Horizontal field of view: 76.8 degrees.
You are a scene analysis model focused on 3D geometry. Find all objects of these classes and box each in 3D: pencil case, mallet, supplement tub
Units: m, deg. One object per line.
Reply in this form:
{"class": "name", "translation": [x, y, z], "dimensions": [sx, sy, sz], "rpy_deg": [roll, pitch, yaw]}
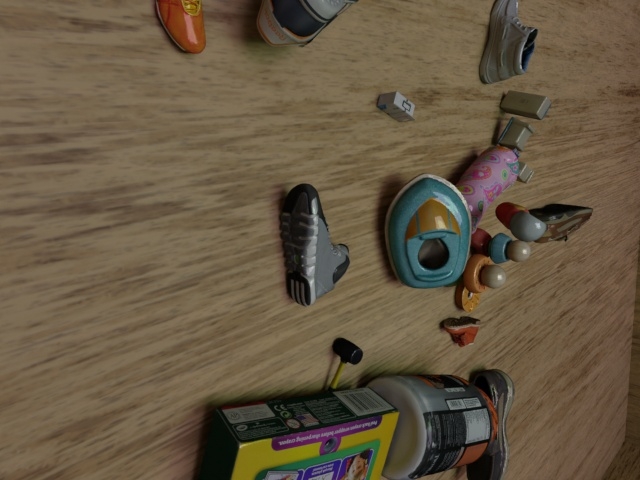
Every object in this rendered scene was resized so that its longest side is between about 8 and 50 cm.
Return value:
{"class": "pencil case", "translation": [0.409, -0.130, 1.046], "dimensions": [0.284, 0.124, 0.124], "rpy_deg": [-43, 120, -27]}
{"class": "mallet", "translation": [0.023, 0.295, 0.847], "dimensions": [0.039, 0.062, 0.190], "rpy_deg": [25, 95, -39]}
{"class": "supplement tub", "translation": [0.258, 0.420, 0.941], "dimensions": [0.337, 0.207, 0.207], "rpy_deg": [17, 86, -40]}

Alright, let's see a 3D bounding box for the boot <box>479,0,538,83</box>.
{"class": "boot", "translation": [0.520, -0.548, 1.078], "dimensions": [0.095, 0.123, 0.259], "rpy_deg": [17, 85, -40]}

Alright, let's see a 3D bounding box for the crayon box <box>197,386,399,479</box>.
{"class": "crayon box", "translation": [-0.045, 0.452, 0.740], "dimensions": [0.362, 0.106, 0.314], "rpy_deg": [10, 99, -39]}

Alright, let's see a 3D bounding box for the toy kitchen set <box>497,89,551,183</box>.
{"class": "toy kitchen set", "translation": [0.588, -0.302, 1.198], "dimensions": [0.166, 0.122, 0.207], "rpy_deg": [20, 103, -40]}

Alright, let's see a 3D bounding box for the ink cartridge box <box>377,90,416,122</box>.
{"class": "ink cartridge box", "translation": [0.168, -0.287, 0.871], "dimensions": [0.083, 0.048, 0.028], "rpy_deg": [18, 85, -41]}

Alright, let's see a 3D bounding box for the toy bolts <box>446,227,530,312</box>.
{"class": "toy bolts", "translation": [0.465, 0.086, 1.097], "dimensions": [0.228, 0.158, 0.218], "rpy_deg": [-47, 122, -25]}

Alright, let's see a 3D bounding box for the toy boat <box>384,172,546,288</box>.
{"class": "toy boat", "translation": [0.299, -0.023, 0.871], "dimensions": [0.317, 0.148, 0.268], "rpy_deg": [-11, 109, 5]}

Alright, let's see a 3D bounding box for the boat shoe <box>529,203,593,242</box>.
{"class": "boat shoe", "translation": [0.836, -0.059, 1.422], "dimensions": [0.323, 0.122, 0.120], "rpy_deg": [-9, 107, -30]}

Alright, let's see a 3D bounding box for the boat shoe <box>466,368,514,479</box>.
{"class": "boat shoe", "translation": [0.479, 0.562, 1.212], "dimensions": [0.130, 0.132, 0.356], "rpy_deg": [18, 76, -30]}

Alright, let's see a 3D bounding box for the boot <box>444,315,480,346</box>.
{"class": "boot", "translation": [0.394, 0.260, 1.131], "dimensions": [0.157, 0.059, 0.085], "rpy_deg": [10, 95, -41]}

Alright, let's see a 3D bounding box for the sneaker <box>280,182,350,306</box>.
{"class": "sneaker", "translation": [0.000, 0.000, 0.760], "dimensions": [0.132, 0.086, 0.229], "rpy_deg": [-17, 117, -42]}

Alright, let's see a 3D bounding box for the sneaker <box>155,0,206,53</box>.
{"class": "sneaker", "translation": [-0.193, -0.351, 0.553], "dimensions": [0.064, 0.067, 0.175], "rpy_deg": [-24, 112, -37]}

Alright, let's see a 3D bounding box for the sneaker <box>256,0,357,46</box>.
{"class": "sneaker", "translation": [-0.012, -0.419, 0.668], "dimensions": [0.126, 0.127, 0.321], "rpy_deg": [51, 39, -22]}
